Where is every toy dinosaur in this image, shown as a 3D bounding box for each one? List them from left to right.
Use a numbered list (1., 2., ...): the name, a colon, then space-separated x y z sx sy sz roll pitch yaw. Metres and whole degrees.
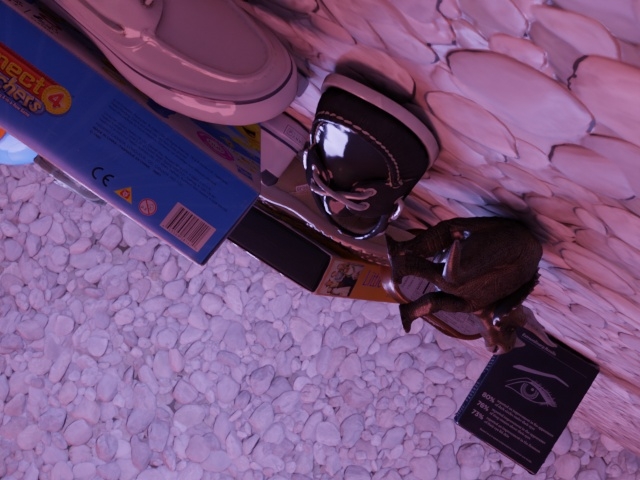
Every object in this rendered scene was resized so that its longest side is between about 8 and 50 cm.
1. toy dinosaur: 0.147 0.020 0.766 0.161 0.120 0.313 -11 154 4

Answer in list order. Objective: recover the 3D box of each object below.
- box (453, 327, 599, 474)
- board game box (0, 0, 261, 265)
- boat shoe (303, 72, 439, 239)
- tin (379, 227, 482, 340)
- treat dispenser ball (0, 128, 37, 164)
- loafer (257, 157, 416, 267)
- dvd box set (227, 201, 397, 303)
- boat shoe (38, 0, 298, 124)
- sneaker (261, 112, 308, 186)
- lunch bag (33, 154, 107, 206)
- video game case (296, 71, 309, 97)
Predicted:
1. box: 0.341 0.259 1.339 0.153 0.207 0.108 33 176 10
2. board game box: -0.199 -0.150 0.750 0.308 0.086 0.302 37 -165 -17
3. boat shoe: 0.037 -0.059 0.727 0.114 0.091 0.302 32 176 14
4. tin: 0.165 0.059 1.063 0.190 0.106 0.040 34 168 -19
5. treat dispenser ball: -0.638 -0.301 1.654 0.288 0.288 0.288 33 176 3
6. loafer: 0.012 -0.052 1.004 0.269 0.092 0.102 28 178 19
7. dvd box set: 0.000 0.000 1.238 0.308 0.062 0.420 31 -170 31
8. boat shoe: -0.129 -0.184 0.579 0.267 0.096 0.088 39 160 14
9. sneaker: -0.130 -0.144 1.004 0.258 0.091 0.094 29 174 42
10. lunch bag: -0.421 -0.201 1.550 0.169 0.235 0.287 39 176 -3
11. video game case: -0.114 -0.197 0.761 0.173 0.022 0.190 35 176 -27
